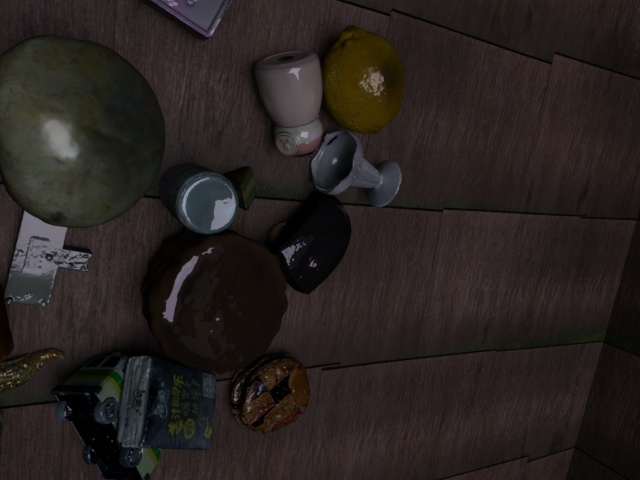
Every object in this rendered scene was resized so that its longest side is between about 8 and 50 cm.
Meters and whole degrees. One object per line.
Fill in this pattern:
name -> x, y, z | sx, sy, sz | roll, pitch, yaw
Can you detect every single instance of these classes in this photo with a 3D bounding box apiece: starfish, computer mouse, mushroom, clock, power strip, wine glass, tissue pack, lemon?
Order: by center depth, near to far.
mushroom -> -0.441, -0.189, 1.003 | 0.352, 0.261, 0.352 | 2, 90, -71
starfish -> -0.736, 0.293, 1.100 | 0.358, 0.078, 0.347 | 27, 93, -34
clock -> -0.275, -0.510, 1.103 | 0.192, 0.071, 0.147 | 28, 89, -23
power strip -> -0.546, 0.031, 1.134 | 0.145, 0.061, 0.215 | 12, 99, -32
tissue pack -> -0.332, 0.372, 1.250 | 0.257, 0.081, 0.185 | 42, 43, -58
lemon -> 0.098, -0.371, 1.306 | 0.204, 0.204, 0.260 | -26, 116, -22
computer mouse -> 0.000, 0.000, 1.379 | 0.269, 0.100, 0.170 | -54, 128, -31
wine glass -> 0.093, -0.173, 1.401 | 0.197, 0.165, 0.164 | 17, 96, -41

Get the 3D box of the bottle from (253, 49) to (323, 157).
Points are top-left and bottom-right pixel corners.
bottle -> -0.060, -0.302, 1.275 | 0.148, 0.147, 0.236 | -24, 123, -23

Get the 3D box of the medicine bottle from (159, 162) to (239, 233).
medicine bottle -> -0.266, -0.094, 1.196 | 0.135, 0.168, 0.135 | -9, 108, -28

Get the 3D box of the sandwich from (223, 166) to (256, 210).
sandwich -> -0.165, -0.121, 1.278 | 0.074, 0.116, 0.074 | -20, 115, -23

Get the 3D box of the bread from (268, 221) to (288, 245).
bread -> -0.083, 0.002, 1.405 | 0.106, 0.053, 0.072 | 30, 65, -36

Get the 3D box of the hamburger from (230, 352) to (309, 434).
hamburger -> -0.128, 0.412, 1.475 | 0.231, 0.107, 0.230 | -7, 102, -33

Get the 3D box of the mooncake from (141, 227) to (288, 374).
mooncake -> -0.245, 0.127, 1.268 | 0.324, 0.187, 0.323 | -9, 108, -30

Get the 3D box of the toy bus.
toy bus -> -0.450, 0.395, 1.236 | 0.164, 0.134, 0.276 | -59, 139, -55

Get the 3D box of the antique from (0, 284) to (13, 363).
antique -> -0.651, 0.101, 0.993 | 0.129, 0.223, 0.278 | -17, 103, -19
